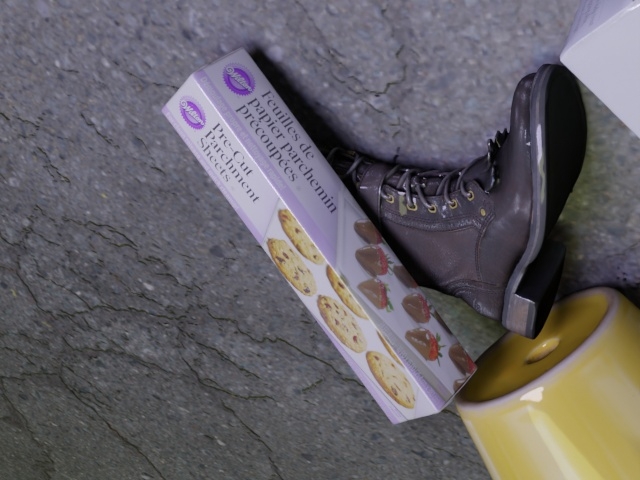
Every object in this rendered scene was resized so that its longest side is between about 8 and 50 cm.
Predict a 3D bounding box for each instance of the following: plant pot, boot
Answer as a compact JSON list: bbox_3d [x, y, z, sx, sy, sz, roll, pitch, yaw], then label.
[{"bbox_3d":[0.247,0.178,0.750,0.239,0.254,0.254,53,137,-4],"label":"plant pot"},{"bbox_3d":[0.080,-0.037,0.725,0.229,0.091,0.263,19,133,24],"label":"boot"}]

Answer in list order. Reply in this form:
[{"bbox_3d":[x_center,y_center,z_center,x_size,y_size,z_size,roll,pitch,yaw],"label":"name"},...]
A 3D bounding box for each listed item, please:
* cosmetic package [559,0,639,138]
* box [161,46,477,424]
[{"bbox_3d":[0.258,-0.083,0.543,0.231,0.117,0.085,40,138,-12],"label":"cosmetic package"},{"bbox_3d":[0.000,0.000,0.728,0.324,0.063,0.067,54,141,-4],"label":"box"}]
